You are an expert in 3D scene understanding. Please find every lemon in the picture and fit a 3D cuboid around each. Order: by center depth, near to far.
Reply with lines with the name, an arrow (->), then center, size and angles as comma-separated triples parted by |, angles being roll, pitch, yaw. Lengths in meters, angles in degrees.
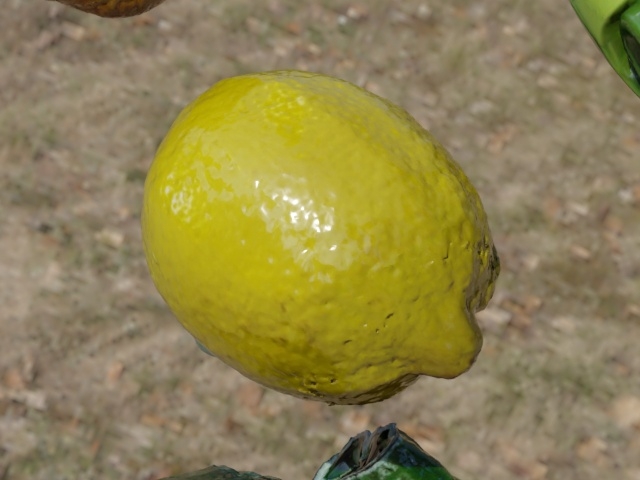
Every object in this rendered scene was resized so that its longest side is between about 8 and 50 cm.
lemon -> 0.000, 0.000, 1.348 | 0.320, 0.245, 0.245 | 39, 22, 22

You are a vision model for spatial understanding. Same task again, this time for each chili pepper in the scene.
chili pepper -> 0.129, 0.271, 1.526 | 0.270, 0.136, 0.099 | 42, 43, -8

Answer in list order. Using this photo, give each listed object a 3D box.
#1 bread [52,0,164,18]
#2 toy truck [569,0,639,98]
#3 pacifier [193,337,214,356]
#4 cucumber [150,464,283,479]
bread -> -0.210, -0.322, 1.475 | 0.145, 0.268, 0.268 | 13, 6, 42
toy truck -> 0.204, -0.115, 0.856 | 0.187, 0.148, 0.210 | 62, 1, 42
pacifier -> -0.085, 0.052, 1.747 | 0.150, 0.127, 0.116 | 6, 30, -37
cucumber -> -0.073, 0.265, 1.299 | 0.191, 0.191, 0.130 | 19, -3, -17
